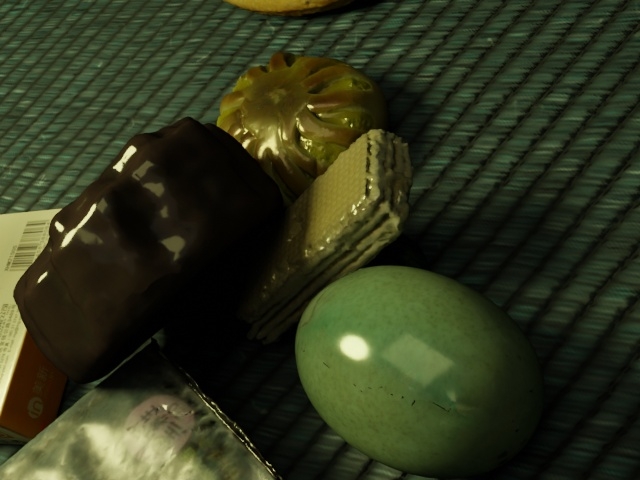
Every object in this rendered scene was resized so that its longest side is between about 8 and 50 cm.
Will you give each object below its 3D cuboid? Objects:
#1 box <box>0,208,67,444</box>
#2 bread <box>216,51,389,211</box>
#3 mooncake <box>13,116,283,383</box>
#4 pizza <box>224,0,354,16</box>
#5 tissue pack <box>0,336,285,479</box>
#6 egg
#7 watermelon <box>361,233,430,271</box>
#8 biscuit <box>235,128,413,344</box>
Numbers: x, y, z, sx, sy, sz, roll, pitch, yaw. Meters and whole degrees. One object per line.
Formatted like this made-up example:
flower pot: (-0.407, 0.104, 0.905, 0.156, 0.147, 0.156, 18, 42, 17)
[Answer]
box: (-0.392, 0.101, 1.100, 0.221, 0.091, 0.273, -2, 61, 27)
bread: (-0.030, -0.128, 1.049, 0.213, 0.105, 0.213, -12, 60, 21)
mooncake: (-0.175, 0.006, 0.926, 0.141, 0.283, 0.283, 45, 86, 3)
pizza: (-0.049, -0.425, 1.239, 0.278, 0.114, 0.409, -46, 54, 2)
tissue pack: (-0.204, 0.295, 0.841, 0.361, 0.122, 0.259, -39, 55, -14)
egg: (0.079, 0.110, 0.806, 0.237, 0.169, 0.169, 19, 72, 35)
watermelon: (0.053, 0.027, 0.936, 0.106, 0.062, 0.105, -13, 48, 14)
biscuit: (0.000, 0.000, 0.904, 0.239, 0.062, 0.108, -44, 28, 40)
